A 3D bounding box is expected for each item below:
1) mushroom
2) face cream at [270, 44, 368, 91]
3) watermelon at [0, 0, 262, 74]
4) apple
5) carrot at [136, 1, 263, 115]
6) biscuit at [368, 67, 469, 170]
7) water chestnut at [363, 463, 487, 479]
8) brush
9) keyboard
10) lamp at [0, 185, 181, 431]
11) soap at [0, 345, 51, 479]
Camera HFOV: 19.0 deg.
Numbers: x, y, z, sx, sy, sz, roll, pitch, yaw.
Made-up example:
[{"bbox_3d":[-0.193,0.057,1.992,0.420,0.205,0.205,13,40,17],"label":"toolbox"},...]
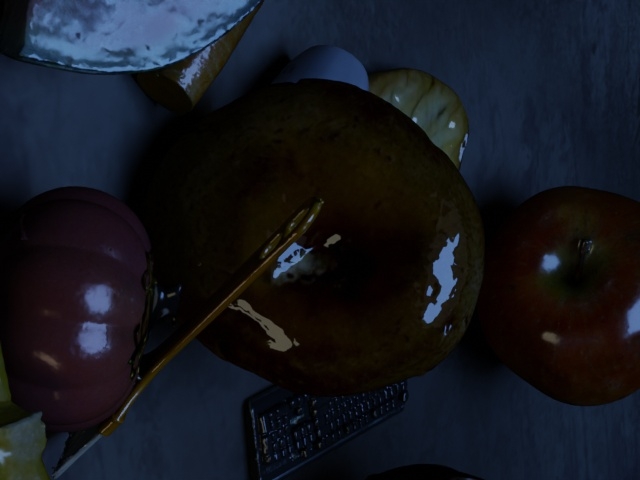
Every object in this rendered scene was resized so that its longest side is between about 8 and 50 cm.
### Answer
[{"bbox_3d":[-0.013,-0.009,1.572,0.267,0.254,0.267,-6,111,-17],"label":"mushroom"},{"bbox_3d":[-0.004,-0.116,1.662,0.091,0.091,0.095,61,42,-40],"label":"face cream"},{"bbox_3d":[-0.150,-0.254,1.436,0.318,0.148,0.226,-46,115,-20],"label":"watermelon"},{"bbox_3d":[0.270,0.060,1.976,0.230,0.230,0.230,-15,109,-52],"label":"apple"},{"bbox_3d":[-0.075,-0.209,1.566,0.067,0.067,0.225,50,59,-46],"label":"carrot"},{"bbox_3d":[0.066,-0.067,1.812,0.260,0.041,0.203,-37,122,-45],"label":"biscuit"},{"bbox_3d":[0.101,0.332,1.786,0.300,0.300,0.300,-15,109,-52],"label":"water chestnut"},{"bbox_3d":[-0.098,0.068,1.426,0.017,0.314,0.090,39,29,-14],"label":"brush"},{"bbox_3d":[0.010,0.156,1.790,0.230,0.025,0.093,-25,114,-49],"label":"keyboard"},{"bbox_3d":[-0.176,0.052,1.397,0.182,0.140,0.182,-170,-90,-88],"label":"lamp"},{"bbox_3d":[-0.325,0.160,1.251,0.281,0.143,0.259,-23,113,-44],"label":"soap"}]
